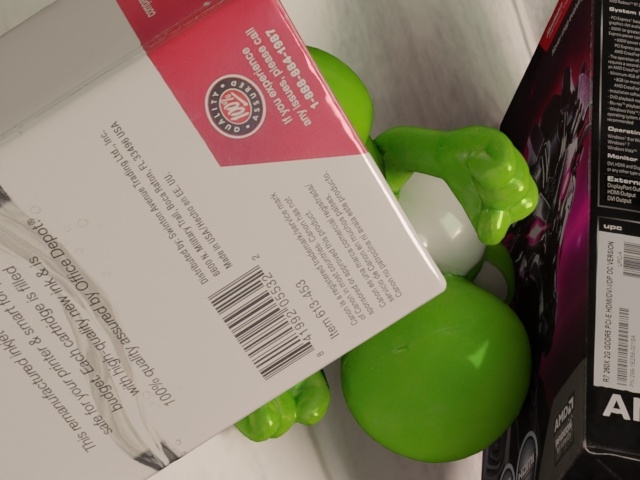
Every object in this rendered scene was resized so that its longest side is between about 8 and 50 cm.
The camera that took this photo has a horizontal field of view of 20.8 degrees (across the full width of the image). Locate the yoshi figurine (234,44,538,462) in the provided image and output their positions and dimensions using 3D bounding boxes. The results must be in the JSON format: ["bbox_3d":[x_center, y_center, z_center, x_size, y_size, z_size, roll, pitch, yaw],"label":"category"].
[{"bbox_3d":[0.015,0.017,0.936,0.362,0.203,0.203,29,78,-52],"label":"yoshi figurine"}]

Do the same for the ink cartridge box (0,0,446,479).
[{"bbox_3d":[-0.095,0.003,0.726,0.172,0.237,0.100,58,0,-32],"label":"ink cartridge box"}]

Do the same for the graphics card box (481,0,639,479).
[{"bbox_3d":[0.172,0.016,1.076,0.233,0.094,0.371,110,-13,-58],"label":"graphics card box"}]
